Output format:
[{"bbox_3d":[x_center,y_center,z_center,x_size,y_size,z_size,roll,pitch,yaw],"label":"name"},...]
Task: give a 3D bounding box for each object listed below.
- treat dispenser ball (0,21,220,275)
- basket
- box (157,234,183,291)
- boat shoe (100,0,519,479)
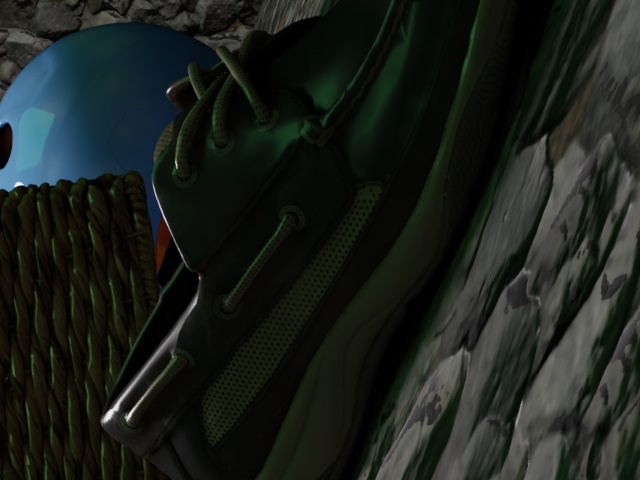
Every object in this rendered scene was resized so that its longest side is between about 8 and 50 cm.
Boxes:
[{"bbox_3d":[-0.193,-0.077,1.801,0.288,0.288,0.288,-162,90,-84],"label":"treat dispenser ball"},{"bbox_3d":[-0.224,0.116,1.376,0.213,0.223,0.299,110,151,-77],"label":"basket"},{"bbox_3d":[-0.087,0.009,1.521,0.136,0.036,0.225,-38,-19,-42],"label":"box"},{"bbox_3d":[-0.012,-0.023,0.778,0.132,0.130,0.355,-86,15,-64],"label":"boat shoe"}]
